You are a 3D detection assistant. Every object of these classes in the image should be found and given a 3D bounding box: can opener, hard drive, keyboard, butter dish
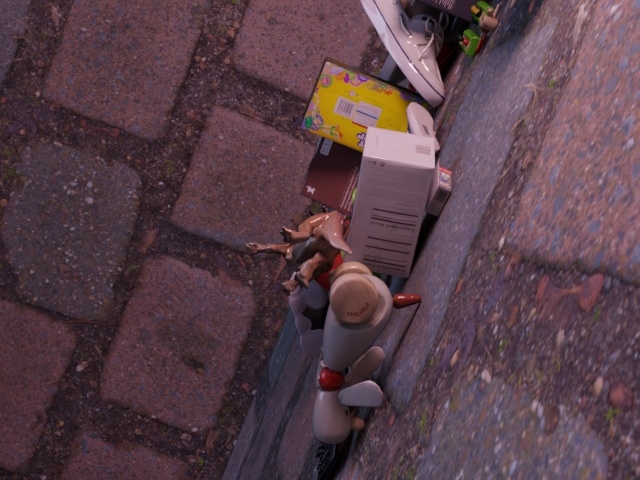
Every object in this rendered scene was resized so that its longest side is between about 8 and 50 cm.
[{"bbox_3d":[0.371,-0.621,2.191,0.095,0.076,0.283,4,-70,-62],"label":"can opener"},{"bbox_3d":[0.283,-0.571,2.371,0.233,0.047,0.353,-37,-15,-37],"label":"hard drive"},{"bbox_3d":[0.022,0.343,1.807,0.201,0.033,0.317,104,177,-48],"label":"keyboard"},{"bbox_3d":[0.251,-0.470,2.263,0.160,0.118,0.160,-46,11,14],"label":"butter dish"}]

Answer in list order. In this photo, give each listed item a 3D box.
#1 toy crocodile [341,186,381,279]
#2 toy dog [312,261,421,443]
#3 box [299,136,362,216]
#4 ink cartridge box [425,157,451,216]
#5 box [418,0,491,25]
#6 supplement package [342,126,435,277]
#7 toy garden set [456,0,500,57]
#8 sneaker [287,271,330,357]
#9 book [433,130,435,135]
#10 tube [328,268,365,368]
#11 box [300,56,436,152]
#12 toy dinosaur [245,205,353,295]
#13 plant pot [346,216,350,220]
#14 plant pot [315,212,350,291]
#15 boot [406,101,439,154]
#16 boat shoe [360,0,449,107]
[{"bbox_3d":[0.130,-0.028,1.964,0.115,0.105,0.341,-7,56,35],"label":"toy crocodile"},{"bbox_3d":[0.082,0.192,1.583,0.220,0.161,0.334,-82,-1,-56],"label":"toy dog"},{"bbox_3d":[0.078,-0.170,2.352,0.168,0.167,0.203,-68,-17,13],"label":"box"},{"bbox_3d":[0.225,-0.102,1.707,0.115,0.029,0.063,-75,8,-57],"label":"ink cartridge box"},{"bbox_3d":[0.285,-0.587,2.055,0.153,0.207,0.108,-81,13,-69],"label":"box"},{"bbox_3d":[0.130,-0.073,1.724,0.139,0.133,0.244,-77,-2,-58],"label":"supplement package"},{"bbox_3d":[0.351,-0.508,1.892,0.204,0.049,0.244,-89,21,-68],"label":"toy garden set"},{"bbox_3d":[-0.014,0.156,2.324,0.153,0.101,0.269,-65,-30,-62],"label":"sneaker"},{"bbox_3d":[0.225,-0.197,2.086,0.144,0.035,0.096,134,161,-79],"label":"book"},{"bbox_3d":[0.064,0.170,1.741,0.070,0.062,0.240,-26,-65,-40],"label":"tube"},{"bbox_3d":[0.116,-0.330,2.284,0.279,0.290,0.177,-87,19,-76],"label":"box"},{"bbox_3d":[0.000,0.000,1.661,0.200,0.127,0.295,-29,0,-31],"label":"toy dinosaur"},{"bbox_3d":[0.087,-0.011,2.356,0.134,0.095,0.134,-158,90,-85],"label":"plant pot"},{"bbox_3d":[0.049,0.039,2.151,0.191,0.174,0.191,-161,90,-85],"label":"plant pot"},{"bbox_3d":[0.206,-0.227,1.990,0.086,0.069,0.190,-51,25,31],"label":"boot"},{"bbox_3d":[0.237,-0.493,2.146,0.156,0.136,0.367,-34,60,17],"label":"boat shoe"}]
